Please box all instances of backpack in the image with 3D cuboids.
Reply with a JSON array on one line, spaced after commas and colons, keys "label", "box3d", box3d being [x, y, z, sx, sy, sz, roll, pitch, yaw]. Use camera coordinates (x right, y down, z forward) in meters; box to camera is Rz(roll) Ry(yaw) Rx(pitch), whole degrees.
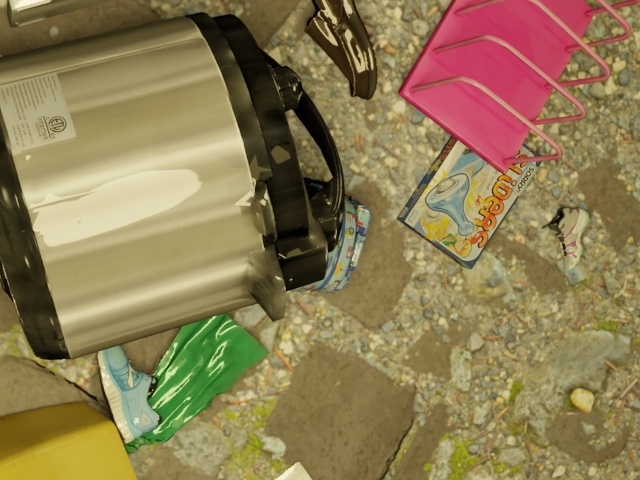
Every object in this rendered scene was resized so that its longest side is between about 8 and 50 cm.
[{"label": "backpack", "box3d": [0.000, 0.000, 1.441, 0.116, 0.173, 0.158, 17, 92, -19]}]

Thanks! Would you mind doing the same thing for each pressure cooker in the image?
[{"label": "pressure cooker", "box3d": [-0.184, -0.073, 1.265, 0.420, 0.375, 0.370, -17, 101, -14]}]

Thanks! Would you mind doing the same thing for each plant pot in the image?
[{"label": "plant pot", "box3d": [-0.347, 0.325, 1.376, 0.187, 0.212, 0.212, -26, 106, -26]}]

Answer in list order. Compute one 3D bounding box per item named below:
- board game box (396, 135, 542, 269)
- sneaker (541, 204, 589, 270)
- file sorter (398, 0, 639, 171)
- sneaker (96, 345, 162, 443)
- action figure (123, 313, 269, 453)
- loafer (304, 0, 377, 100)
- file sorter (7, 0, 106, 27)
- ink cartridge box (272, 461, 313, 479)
[{"label": "board game box", "box3d": [0.223, -0.077, 1.573, 0.136, 0.035, 0.201, 34, 87, -20]}, {"label": "sneaker", "box3d": [0.370, -0.006, 1.634, 0.069, 0.038, 0.098, 13, 85, -18]}, {"label": "file sorter", "box3d": [0.291, -0.273, 1.465, 0.202, 0.182, 0.291, 34, 78, -20]}, {"label": "sneaker", "box3d": [-0.255, 0.191, 1.417, 0.073, 0.063, 0.162, -15, 61, -17]}, {"label": "action figure", "box3d": [-0.195, 0.200, 1.468, 0.137, 0.063, 0.232, 44, 80, -21]}, {"label": "loafer", "box3d": [0.016, -0.293, 1.458, 0.078, 0.080, 0.220, -21, 99, -4]}, {"label": "file sorter", "box3d": [-0.266, -0.388, 1.287, 0.277, 0.193, 0.173, -19, 101, -14]}, {"label": "ink cartridge box", "box3d": [-0.039, 0.470, 1.580, 0.181, 0.056, 0.225, -36, 89, -9]}]
